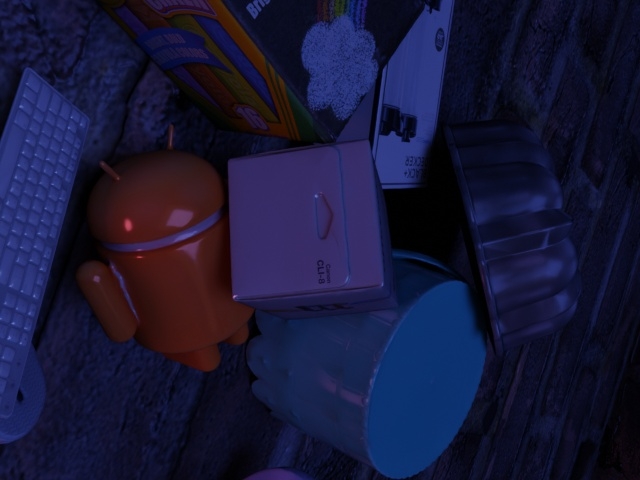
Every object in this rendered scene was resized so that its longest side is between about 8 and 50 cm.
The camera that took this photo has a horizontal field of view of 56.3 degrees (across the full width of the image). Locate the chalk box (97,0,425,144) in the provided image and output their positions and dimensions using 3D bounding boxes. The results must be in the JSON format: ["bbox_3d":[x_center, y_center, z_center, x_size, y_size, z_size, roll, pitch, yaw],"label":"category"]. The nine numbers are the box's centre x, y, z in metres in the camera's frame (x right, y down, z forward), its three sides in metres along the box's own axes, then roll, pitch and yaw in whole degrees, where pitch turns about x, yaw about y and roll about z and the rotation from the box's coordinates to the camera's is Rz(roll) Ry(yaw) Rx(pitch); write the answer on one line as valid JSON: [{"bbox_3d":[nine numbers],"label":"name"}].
[{"bbox_3d":[-0.076,-0.243,0.493,0.180,0.179,0.289,-57,133,-16],"label":"chalk box"}]

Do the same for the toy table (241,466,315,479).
[{"bbox_3d":[-0.103,0.382,0.624,0.161,0.252,0.274,29,71,-63],"label":"toy table"}]

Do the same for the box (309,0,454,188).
[{"bbox_3d":[0.077,-0.207,0.703,0.169,0.087,0.290,-7,107,-57],"label":"box"}]

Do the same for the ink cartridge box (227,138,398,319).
[{"bbox_3d":[0.000,0.000,0.563,0.176,0.127,0.128,52,33,-74],"label":"ink cartridge box"}]

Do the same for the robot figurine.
[{"bbox_3d":[-0.131,0.012,0.548,0.158,0.128,0.220,-17,118,-10],"label":"robot figurine"}]

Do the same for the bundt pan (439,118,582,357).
[{"bbox_3d":[0.259,-0.014,0.812,0.331,0.124,0.331,-13,90,-78],"label":"bundt pan"}]

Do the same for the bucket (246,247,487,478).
[{"bbox_3d":[0.069,0.141,0.747,0.281,0.183,0.281,-18,115,-42],"label":"bucket"}]

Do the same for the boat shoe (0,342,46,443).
[{"bbox_3d":[-0.294,0.022,0.401,0.109,0.094,0.302,-80,158,-67],"label":"boat shoe"}]

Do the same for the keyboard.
[{"bbox_3d":[-0.223,-0.007,0.439,0.072,0.014,0.256,56,32,-59],"label":"keyboard"}]
